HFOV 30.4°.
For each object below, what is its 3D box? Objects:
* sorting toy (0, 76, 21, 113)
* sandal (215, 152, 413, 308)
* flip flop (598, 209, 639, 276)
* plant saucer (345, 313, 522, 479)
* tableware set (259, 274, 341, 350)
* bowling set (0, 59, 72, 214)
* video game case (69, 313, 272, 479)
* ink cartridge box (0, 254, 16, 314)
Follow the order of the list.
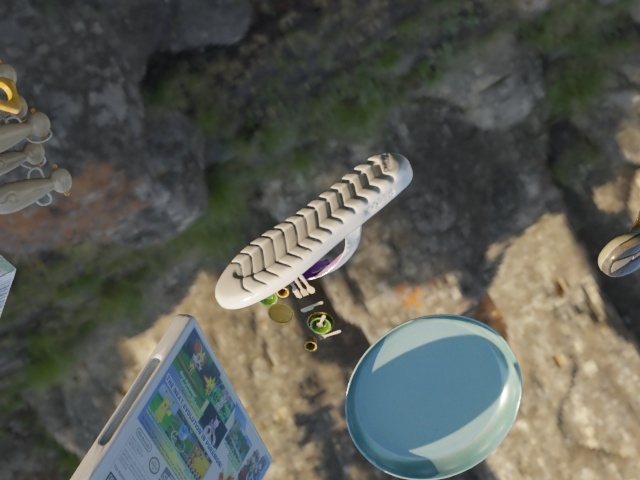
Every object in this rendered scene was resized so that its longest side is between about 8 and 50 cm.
[{"bbox_3d":[-0.576,-0.257,1.721,0.047,0.196,0.347,-37,160,29],"label":"sorting toy"},{"bbox_3d":[0.004,0.006,2.065,0.416,0.102,0.169,-37,-153,-2],"label":"sandal"},{"bbox_3d":[0.523,-0.011,1.888,0.277,0.080,0.112,-15,139,-40],"label":"flip flop"},{"bbox_3d":[0.195,0.269,2.059,0.317,0.317,0.044,-29,-158,0],"label":"plant saucer"},{"bbox_3d":[-0.040,0.132,2.070,0.104,0.154,0.024,-22,-149,20],"label":"tableware set"},{"bbox_3d":[-0.590,-0.208,2.233,0.154,0.287,0.200,-21,-160,-11],"label":"bowling set"},{"bbox_3d":[-0.192,0.318,1.601,0.036,0.329,0.300,5,-133,30],"label":"video game case"},{"bbox_3d":[-0.532,0.047,1.629,0.056,0.225,0.181,-26,149,-51],"label":"ink cartridge box"}]
